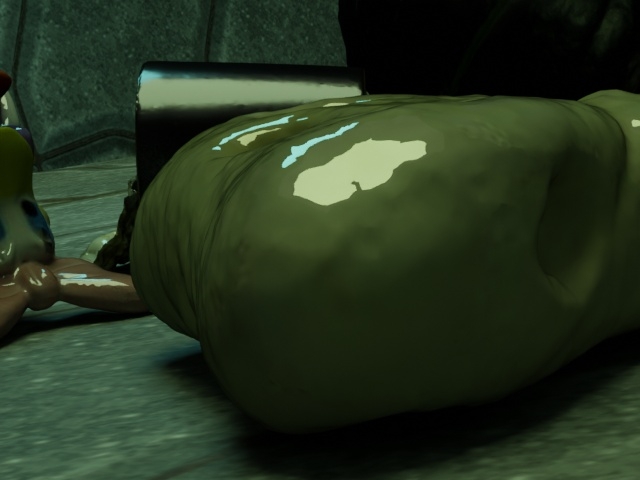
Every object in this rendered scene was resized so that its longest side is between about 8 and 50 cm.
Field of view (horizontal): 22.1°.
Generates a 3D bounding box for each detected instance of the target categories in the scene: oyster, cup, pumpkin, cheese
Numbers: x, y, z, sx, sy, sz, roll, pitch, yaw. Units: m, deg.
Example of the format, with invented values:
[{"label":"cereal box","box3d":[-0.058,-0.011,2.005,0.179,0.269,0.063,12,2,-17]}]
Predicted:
[{"label":"oyster","box3d":[-0.168,-0.002,1.316,0.121,0.045,0.146,-46,-2,-42]},{"label":"cup","box3d":[-0.047,-0.070,1.342,0.177,0.166,0.239,-4,8,2]},{"label":"pumpkin","box3d":[0.164,-0.187,1.355,0.295,0.296,0.296,-7,6,1]},{"label":"cheese","box3d":[0.000,0.000,0.772,0.328,0.130,0.351,0,8,37]}]

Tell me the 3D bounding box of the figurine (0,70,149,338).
[{"label":"figurine","box3d":[-0.283,-0.033,1.183,0.154,0.193,0.421,-13,17,-33]}]
